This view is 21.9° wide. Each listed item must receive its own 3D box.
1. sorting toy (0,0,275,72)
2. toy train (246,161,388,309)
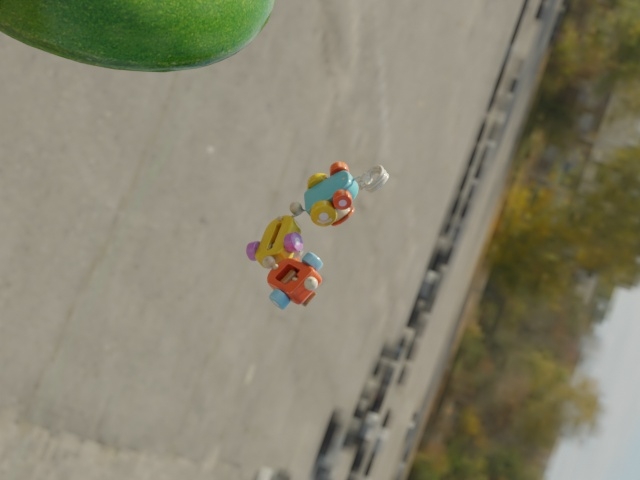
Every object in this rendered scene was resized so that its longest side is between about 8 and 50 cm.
[{"bbox_3d":[-0.071,-0.129,0.473,0.365,0.127,0.126,-18,147,-41],"label":"sorting toy"},{"bbox_3d":[0.000,0.000,1.557,0.166,0.125,0.046,-50,124,-17],"label":"toy train"}]
